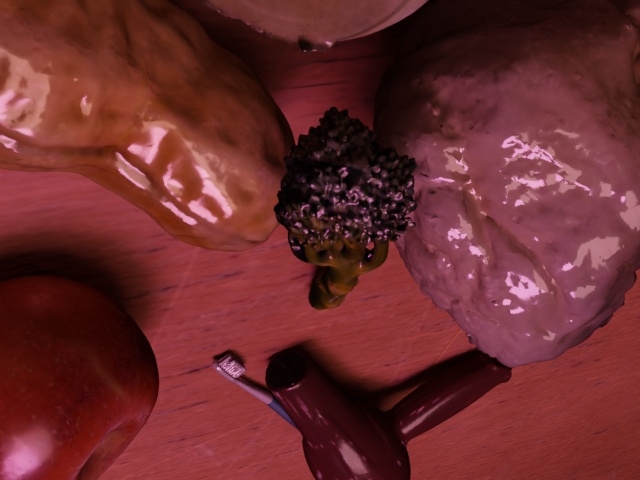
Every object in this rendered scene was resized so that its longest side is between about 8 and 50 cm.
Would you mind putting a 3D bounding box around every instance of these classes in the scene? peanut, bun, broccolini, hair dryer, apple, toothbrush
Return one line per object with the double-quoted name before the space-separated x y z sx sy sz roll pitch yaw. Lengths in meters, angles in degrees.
"peanut" -0.132 -0.088 0.404 0.305 0.147 0.147 25 121 -42
"bun" 0.137 -0.068 0.502 0.205 0.281 0.281 20 137 12
"broccolini" 0.006 -0.001 0.533 0.079 0.074 0.392 16 168 -2
"hair dryer" 0.122 0.184 0.884 0.340 0.123 0.312 -31 130 -6
"apple" -0.235 0.125 0.576 0.201 0.162 0.201 -51 171 -11
"toothbrush" -0.053 0.200 0.859 0.025 0.019 0.275 -35 139 2

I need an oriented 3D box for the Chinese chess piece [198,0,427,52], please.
"Chinese chess piece" -0.009 -0.188 0.331 0.083 0.188 0.188 -53 157 -36
